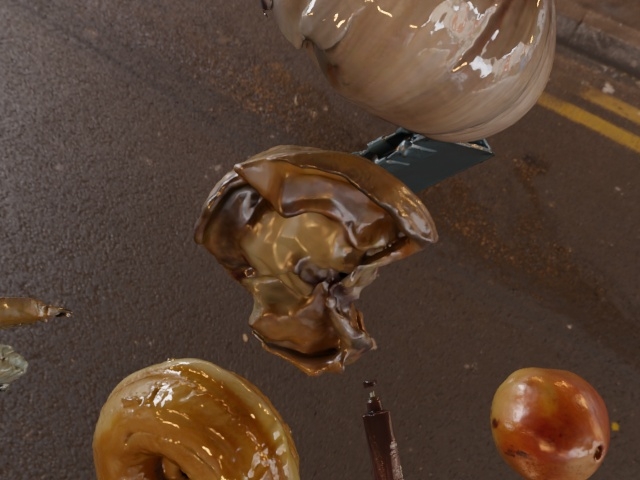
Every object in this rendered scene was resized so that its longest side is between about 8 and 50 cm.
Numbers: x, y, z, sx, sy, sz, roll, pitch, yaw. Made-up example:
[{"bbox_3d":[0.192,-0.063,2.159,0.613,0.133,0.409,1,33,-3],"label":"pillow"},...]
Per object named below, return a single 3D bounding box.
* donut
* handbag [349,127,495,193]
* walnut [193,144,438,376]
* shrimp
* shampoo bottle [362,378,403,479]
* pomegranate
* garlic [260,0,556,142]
[{"bbox_3d":[-0.241,0.422,1.024,0.448,0.449,0.198,32,23,15],"label":"donut"},{"bbox_3d":[0.146,-0.137,0.894,0.179,0.229,0.062,2,73,-37],"label":"handbag"},{"bbox_3d":[-0.012,-0.001,0.534,0.203,0.238,0.141,23,35,-4],"label":"walnut"},{"bbox_3d":[-0.500,0.137,0.790,0.185,0.287,0.068,18,44,-35],"label":"shrimp"},{"bbox_3d":[0.129,0.424,1.181,0.066,0.068,0.237,-8,74,-10],"label":"shampoo bottle"},{"bbox_3d":[0.411,0.326,0.973,0.208,0.209,0.209,5,52,-6],"label":"pomegranate"},{"bbox_3d":[0.095,-0.229,0.528,0.321,0.240,0.322,18,65,-43],"label":"garlic"}]
